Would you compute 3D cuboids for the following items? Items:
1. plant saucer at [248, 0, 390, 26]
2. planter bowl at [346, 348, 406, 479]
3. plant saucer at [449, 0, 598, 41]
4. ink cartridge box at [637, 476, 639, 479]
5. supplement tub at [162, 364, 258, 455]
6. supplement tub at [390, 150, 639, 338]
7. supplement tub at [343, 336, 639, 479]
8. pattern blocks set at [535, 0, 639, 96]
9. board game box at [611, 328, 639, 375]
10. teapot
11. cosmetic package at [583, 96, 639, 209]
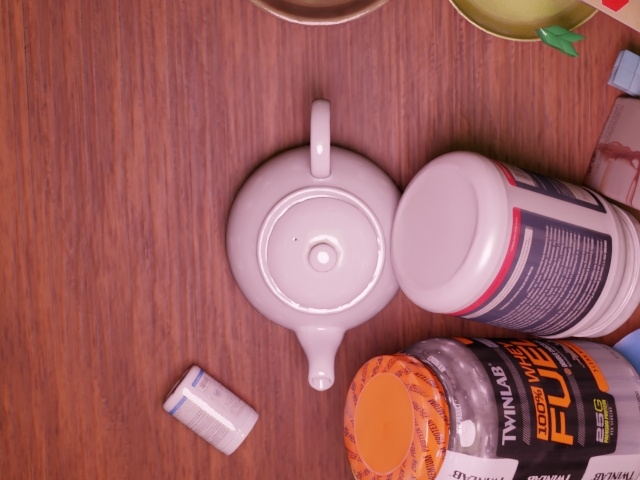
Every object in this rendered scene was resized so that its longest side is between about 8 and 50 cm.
[{"bbox_3d":[-0.002,-0.402,1.820,0.277,0.041,0.278,0,97,-1],"label":"plant saucer"},{"bbox_3d":[0.099,0.238,1.870,0.217,0.090,0.217,-1,91,-34],"label":"planter bowl"},{"bbox_3d":[0.255,-0.367,1.833,0.241,0.037,0.241,0,98,-3],"label":"plant saucer"},{"bbox_3d":[0.416,0.338,1.917,0.109,0.062,0.209,7,101,-3],"label":"ink cartridge box"},{"bbox_3d":[-0.140,0.215,1.888,0.107,0.071,0.071,39,95,-6],"label":"supplement tub"},{"bbox_3d":[0.237,0.012,1.763,0.272,0.191,0.191,14,99,-35],"label":"supplement tub"},{"bbox_3d":[0.209,0.218,1.764,0.338,0.207,0.207,3,99,-34],"label":"supplement tub"},{"bbox_3d":[0.379,-0.355,1.805,0.285,0.026,0.325,33,82,-19],"label":"pattern blocks set"},{"bbox_3d":[0.431,0.164,1.908,0.168,0.033,0.133,34,110,-27],"label":"board game box"},{"bbox_3d":[0.000,0.000,1.803,0.252,0.187,0.256,-44,96,4],"label":"teapot"},{"bbox_3d":[0.426,-0.084,1.746,0.153,0.296,0.129,20,96,-3],"label":"cosmetic package"}]
